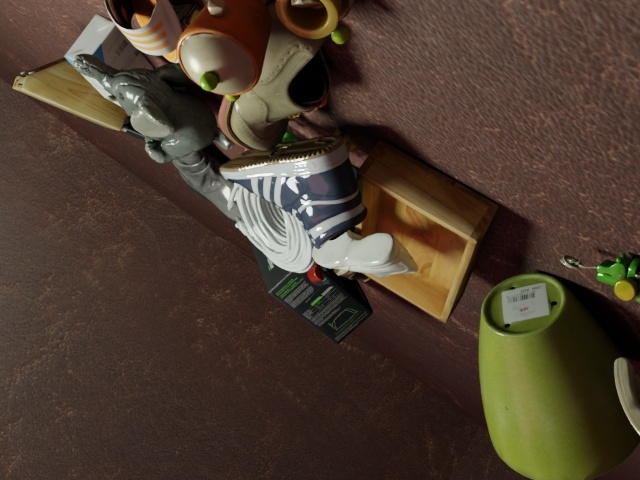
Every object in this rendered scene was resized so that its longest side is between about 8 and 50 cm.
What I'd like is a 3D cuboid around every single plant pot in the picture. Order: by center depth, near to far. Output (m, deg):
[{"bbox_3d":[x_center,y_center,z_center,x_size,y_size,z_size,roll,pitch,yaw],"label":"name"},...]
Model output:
[{"bbox_3d":[0.372,0.203,1.401,0.274,0.275,0.294,22,149,49],"label":"plant pot"}]

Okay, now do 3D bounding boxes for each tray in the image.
[{"bbox_3d":[0.161,0.000,1.406,0.202,0.076,0.411,31,162,13],"label":"tray"}]

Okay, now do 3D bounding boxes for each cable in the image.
[{"bbox_3d":[-0.075,-0.057,1.686,0.257,0.089,0.257,50,150,18],"label":"cable"}]

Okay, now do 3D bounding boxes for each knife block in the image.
[{"bbox_3d":[-0.449,-0.270,1.729,0.088,0.275,0.242,17,131,57],"label":"knife block"}]

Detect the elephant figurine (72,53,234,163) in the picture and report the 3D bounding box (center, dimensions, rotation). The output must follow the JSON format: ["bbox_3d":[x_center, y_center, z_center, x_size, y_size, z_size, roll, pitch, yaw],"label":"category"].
[{"bbox_3d":[-0.302,-0.252,1.544,0.169,0.185,0.239,67,-174,27],"label":"elephant figurine"}]

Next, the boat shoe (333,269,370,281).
[{"bbox_3d":[0.087,0.051,1.972,0.095,0.095,0.257,32,-178,-4],"label":"boat shoe"}]

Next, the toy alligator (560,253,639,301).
[{"bbox_3d":[0.396,0.042,1.077,0.189,0.056,0.051,28,127,34],"label":"toy alligator"}]

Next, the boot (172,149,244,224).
[{"bbox_3d":[-0.253,-0.158,1.990,0.338,0.118,0.223,21,159,34],"label":"boot"}]

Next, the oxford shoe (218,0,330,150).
[{"bbox_3d":[-0.057,-0.193,1.138,0.130,0.123,0.348,28,166,7],"label":"oxford shoe"}]

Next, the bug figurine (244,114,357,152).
[{"bbox_3d":[-0.037,-0.119,1.433,0.216,0.072,0.279,40,158,6],"label":"bug figurine"}]

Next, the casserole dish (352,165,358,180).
[{"bbox_3d":[0.060,-0.091,1.525,0.114,0.037,0.188,23,166,43],"label":"casserole dish"}]

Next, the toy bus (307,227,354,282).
[{"bbox_3d":[0.014,-0.025,1.773,0.202,0.104,0.191,53,143,24],"label":"toy bus"}]

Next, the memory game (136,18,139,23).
[{"bbox_3d":[-0.229,-0.302,1.391,0.186,0.012,0.186,41,-178,-1],"label":"memory game"}]

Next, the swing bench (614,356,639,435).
[{"bbox_3d":[0.444,0.163,0.895,0.165,0.255,0.253,22,165,48],"label":"swing bench"}]

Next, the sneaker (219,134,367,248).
[{"bbox_3d":[-0.042,-0.072,1.309,0.282,0.099,0.153,2,123,51],"label":"sneaker"}]

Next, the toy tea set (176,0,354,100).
[{"bbox_3d":[-0.130,-0.275,0.843,0.200,0.124,0.336,-20,131,42],"label":"toy tea set"}]

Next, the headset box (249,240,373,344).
[{"bbox_3d":[-0.033,0.084,2.129,0.283,0.131,0.246,40,-167,-32],"label":"headset box"}]

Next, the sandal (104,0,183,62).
[{"bbox_3d":[-0.262,-0.334,1.165,0.102,0.076,0.265,38,161,23],"label":"sandal"}]

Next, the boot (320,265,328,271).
[{"bbox_3d":[0.000,0.000,1.915,0.099,0.121,0.045,26,167,8],"label":"boot"}]

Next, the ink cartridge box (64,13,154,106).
[{"bbox_3d":[-0.394,-0.331,1.618,0.060,0.104,0.180,28,168,27],"label":"ink cartridge box"}]

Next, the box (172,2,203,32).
[{"bbox_3d":[-0.148,-0.278,1.299,0.207,0.036,0.114,40,168,-32],"label":"box"}]

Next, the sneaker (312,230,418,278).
[{"bbox_3d":[0.072,0.030,1.416,0.094,0.080,0.212,33,166,-36],"label":"sneaker"}]
